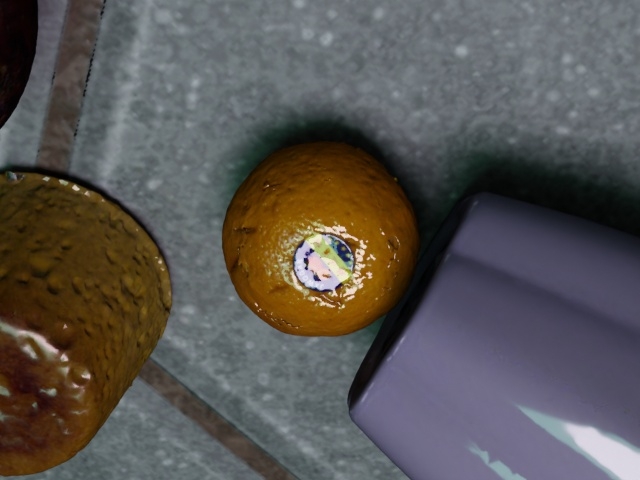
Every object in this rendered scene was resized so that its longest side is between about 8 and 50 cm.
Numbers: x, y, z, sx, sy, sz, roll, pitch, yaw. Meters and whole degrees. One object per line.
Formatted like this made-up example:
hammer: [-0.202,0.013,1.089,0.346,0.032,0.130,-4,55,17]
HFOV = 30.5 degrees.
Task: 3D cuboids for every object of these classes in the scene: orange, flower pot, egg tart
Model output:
orange: [-0.001,-0.002,0.800,0.136,0.117,0.135,-2,111,-6]
flower pot: [0.157,0.104,0.786,0.243,0.265,0.265,28,121,0]
egg tart: [-0.217,0.065,0.842,0.203,0.147,0.202,2,120,4]

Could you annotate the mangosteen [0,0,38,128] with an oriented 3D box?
mangosteen: [-0.273,-0.124,0.658,0.236,0.261,0.235,-6,122,-10]
